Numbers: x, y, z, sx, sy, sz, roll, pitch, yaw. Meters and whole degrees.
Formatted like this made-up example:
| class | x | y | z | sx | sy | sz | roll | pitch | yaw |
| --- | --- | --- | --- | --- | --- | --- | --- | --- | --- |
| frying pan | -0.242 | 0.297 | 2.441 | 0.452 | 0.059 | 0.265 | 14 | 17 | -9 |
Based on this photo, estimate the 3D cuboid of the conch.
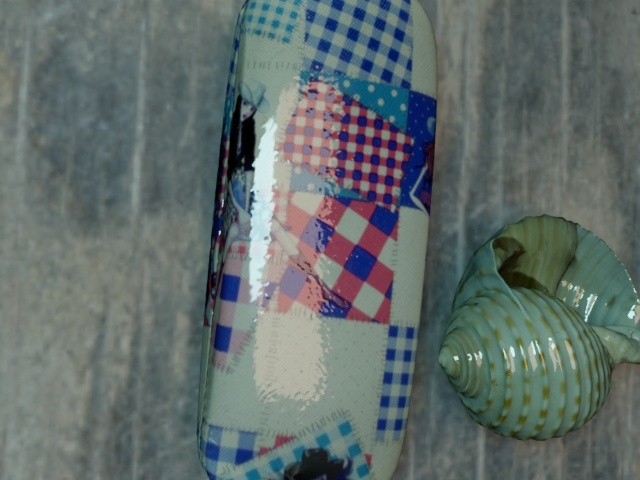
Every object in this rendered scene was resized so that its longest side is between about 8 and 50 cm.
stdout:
| class | x | y | z | sx | sy | sz | roll | pitch | yaw |
| --- | --- | --- | --- | --- | --- | --- | --- | --- | --- |
| conch | 0.131 | 0.054 | 0.713 | 0.153 | 0.102 | 0.135 | -3 | 78 | -51 |

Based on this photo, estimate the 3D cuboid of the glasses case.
| class | x | y | z | sx | sy | sz | roll | pitch | yaw |
| --- | --- | --- | --- | --- | --- | --- | --- | --- | --- |
| glasses case | 0.000 | 0.000 | 0.680 | 0.125 | 0.076 | 0.328 | 6 | 89 | -20 |
